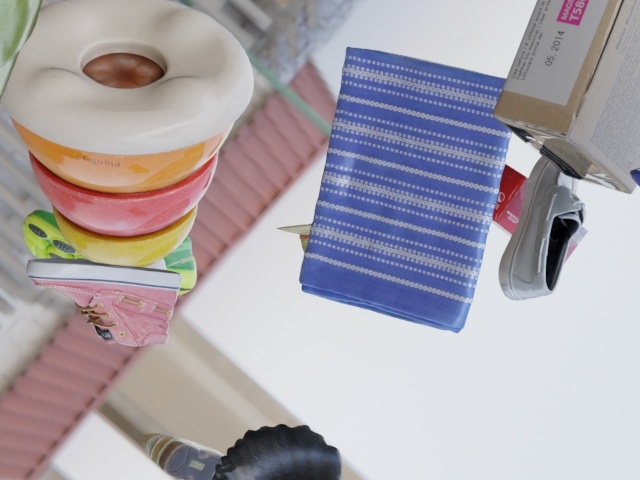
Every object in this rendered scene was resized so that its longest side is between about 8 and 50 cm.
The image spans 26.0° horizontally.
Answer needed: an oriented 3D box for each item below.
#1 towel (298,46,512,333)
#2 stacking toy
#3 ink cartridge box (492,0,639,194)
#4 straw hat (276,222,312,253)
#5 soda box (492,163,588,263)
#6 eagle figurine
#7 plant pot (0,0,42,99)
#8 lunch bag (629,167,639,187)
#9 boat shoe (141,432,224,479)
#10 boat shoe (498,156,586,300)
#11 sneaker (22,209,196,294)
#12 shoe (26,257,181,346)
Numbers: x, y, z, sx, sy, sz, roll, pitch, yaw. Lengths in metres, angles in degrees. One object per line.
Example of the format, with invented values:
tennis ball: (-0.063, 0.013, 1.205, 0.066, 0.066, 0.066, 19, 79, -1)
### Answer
towel: (0.108, -0.066, 1.789, 0.040, 0.243, 0.336, -11, 115, -66)
stacking toy: (-0.288, -0.080, 1.990, 0.350, 0.351, 0.480, -56, 161, -47)
ink cartridge box: (0.275, -0.185, 1.324, 0.193, 0.088, 0.234, 27, 84, -55)
straw hat: (0.000, 0.000, 2.317, 0.145, 0.061, 0.144, -7, -177, 0)
soda box: (0.314, -0.041, 2.137, 0.083, 0.092, 0.263, -55, 144, 4)
eagle figurine: (0.008, 0.308, 1.243, 0.298, 0.225, 0.226, -162, -95, -75)
plant pot: (-0.361, -0.082, 0.824, 0.366, 0.366, 0.353, -59, 172, -57)
lunch bag: (0.412, 0.016, 0.982, 0.239, 0.327, 0.385, -26, -177, 33)
boat shoe: (-0.187, 0.305, 1.935, 0.068, 0.072, 0.190, -55, 148, -12)
boat shoe: (0.238, -0.020, 1.414, 0.063, 0.066, 0.184, 0, -132, 40)
sneaker: (-0.337, 0.006, 2.218, 0.109, 0.296, 0.123, -36, -137, 49)
shoe: (-0.222, 0.064, 1.412, 0.063, 0.178, 0.081, 11, -88, 47)
